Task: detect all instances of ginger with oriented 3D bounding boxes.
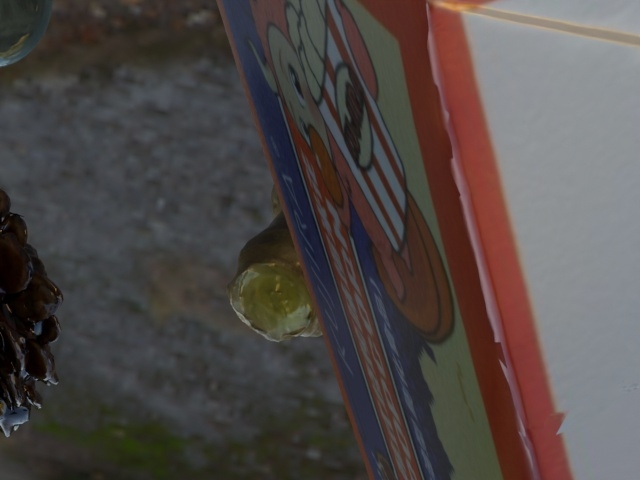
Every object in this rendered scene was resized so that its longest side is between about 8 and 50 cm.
[{"bbox_3d":[0.013,-0.007,1.176,0.115,0.205,0.081,-3,121,11],"label":"ginger"}]

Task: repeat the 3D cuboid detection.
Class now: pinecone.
[{"bbox_3d":[-0.298,0.062,1.416,0.221,0.221,0.221,10,162,3],"label":"pinecone"}]

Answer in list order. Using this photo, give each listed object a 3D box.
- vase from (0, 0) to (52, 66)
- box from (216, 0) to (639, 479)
[{"bbox_3d":[-0.232,-0.128,1.038,0.096,0.096,0.219,25,167,-37],"label":"vase"},{"bbox_3d":[0.162,-0.024,0.588,0.318,0.257,0.349,-22,121,-7],"label":"box"}]
